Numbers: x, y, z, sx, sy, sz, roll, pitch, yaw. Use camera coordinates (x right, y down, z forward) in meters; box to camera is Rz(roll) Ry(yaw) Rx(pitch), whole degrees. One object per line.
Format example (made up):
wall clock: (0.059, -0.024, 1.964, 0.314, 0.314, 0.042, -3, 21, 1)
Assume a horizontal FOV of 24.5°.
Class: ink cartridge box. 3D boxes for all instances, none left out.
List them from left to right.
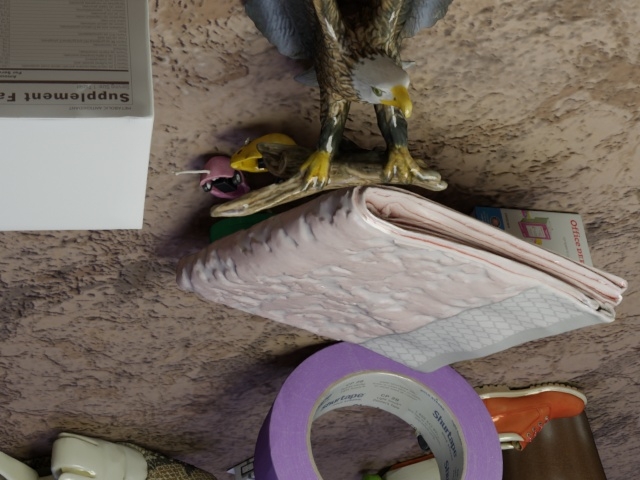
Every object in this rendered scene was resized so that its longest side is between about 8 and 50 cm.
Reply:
ink cartridge box: (-0.083, 0.316, 1.999, 0.083, 0.028, 0.048, -31, 141, 34)
ink cartridge box: (0.213, 0.016, 1.514, 0.122, 0.088, 0.052, 4, 146, -18)

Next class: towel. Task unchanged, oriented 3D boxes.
towel: (0.068, 0.045, 1.410, 0.317, 0.053, 0.332, 21, 156, -28)

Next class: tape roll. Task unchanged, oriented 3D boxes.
tape roll: (0.065, 0.253, 1.690, 0.275, 0.275, 0.090, 3, 147, -16)

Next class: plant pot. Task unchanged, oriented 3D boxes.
plant pot: (0.304, 0.312, 1.943, 0.167, 0.165, 0.167, -6, 149, -3)

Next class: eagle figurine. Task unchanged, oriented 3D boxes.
eagle figurine: (0.028, -0.169, 1.127, 0.226, 0.225, 0.298, -33, 130, -39)

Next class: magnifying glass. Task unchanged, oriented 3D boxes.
magnifying glass: (0.000, 0.000, 1.494, 0.231, 0.026, 0.092, 1, 162, -22)

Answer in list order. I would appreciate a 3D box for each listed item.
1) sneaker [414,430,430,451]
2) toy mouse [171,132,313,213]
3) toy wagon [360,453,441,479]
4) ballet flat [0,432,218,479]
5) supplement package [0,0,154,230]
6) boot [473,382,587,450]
sneaker: (0.168, 0.263, 1.958, 0.083, 0.035, 0.031, -7, 149, 0)
toy mouse: (-0.053, -0.063, 1.381, 0.161, 0.031, 0.143, -4, 161, 5)
toy wagon: (0.154, 0.407, 2.162, 0.267, 0.068, 0.344, 5, 147, -19)
ballet flat: (-0.370, 0.326, 1.861, 0.483, 0.164, 0.182, -9, 128, 6)
supplement package: (-0.191, -0.142, 1.024, 0.139, 0.244, 0.134, 0, 148, -10)
boot: (0.268, 0.229, 1.879, 0.158, 0.085, 0.059, -3, 147, -9)
